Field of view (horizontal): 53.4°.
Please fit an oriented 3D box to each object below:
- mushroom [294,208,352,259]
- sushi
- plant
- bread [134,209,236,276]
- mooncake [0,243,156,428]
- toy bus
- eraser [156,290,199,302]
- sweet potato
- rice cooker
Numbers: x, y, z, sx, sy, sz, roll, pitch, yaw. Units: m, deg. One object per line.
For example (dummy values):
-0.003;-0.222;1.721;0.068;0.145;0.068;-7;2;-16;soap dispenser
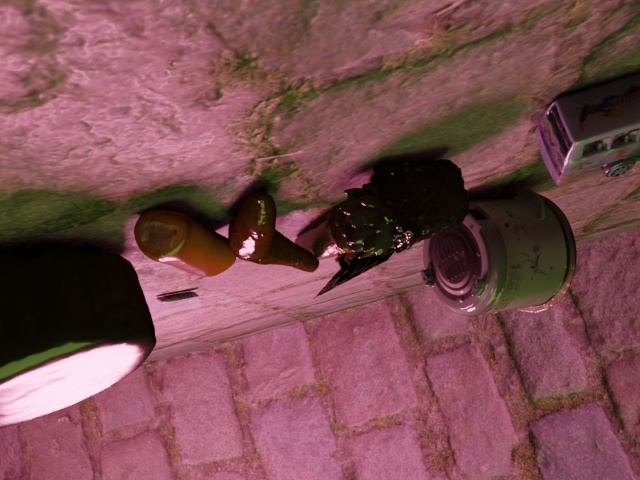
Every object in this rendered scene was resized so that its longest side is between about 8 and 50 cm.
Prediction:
0.000;0.000;1.207;0.071;0.084;0.209;-21;179;-33;mushroom
0.084;0.011;1.207;0.210;0.040;0.193;-31;-170;45;sushi
0.122;-0.053;0.977;0.195;0.129;0.132;-16;166;-10;plant
-0.203;0.010;0.978;0.093;0.073;0.239;7;171;12;bread
-0.443;0.146;0.991;0.357;0.194;0.356;-25;163;-8;mooncake
0.482;-0.183;0.893;0.330;0.109;0.136;-17;157;5;toy bus
-0.343;0.135;1.530;0.099;0.019;0.027;-10;-179;-24;eraser
-0.089;0.002;1.041;0.109;0.079;0.346;3;164;15;sweet potato
0.388;0.028;1.371;0.317;0.264;0.316;-15;127;-21;rice cooker
